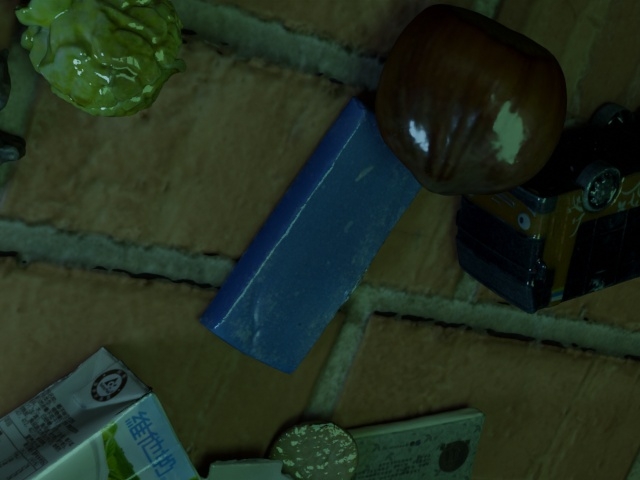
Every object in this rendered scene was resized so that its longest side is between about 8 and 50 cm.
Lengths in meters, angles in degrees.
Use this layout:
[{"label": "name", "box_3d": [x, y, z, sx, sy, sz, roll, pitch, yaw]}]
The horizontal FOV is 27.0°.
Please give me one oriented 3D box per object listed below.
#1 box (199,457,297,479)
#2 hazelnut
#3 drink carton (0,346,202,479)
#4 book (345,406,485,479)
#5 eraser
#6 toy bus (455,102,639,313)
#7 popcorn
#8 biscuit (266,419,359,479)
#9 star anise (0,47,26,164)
[{"label": "box", "box_3d": [-0.077, 0.407, 1.558, 0.262, 0.206, 0.291, -35, 129, -7]}, {"label": "hazelnut", "box_3d": [0.163, -0.151, 1.480, 0.210, 0.186, 0.210, 2, 113, 4]}, {"label": "drink carton", "box_3d": [-0.298, 0.290, 1.405, 0.324, 0.132, 0.194, -35, 128, -18]}, {"label": "book", "box_3d": [0.079, 0.409, 1.803, 0.264, 0.031, 0.379, -5, 116, -30]}, {"label": "eraser", "box_3d": [0.000, 0.000, 1.528, 0.144, 0.042, 0.312, 34, 91, -42]}, {"label": "toy bus", "box_3d": [0.334, -0.044, 1.671, 0.323, 0.162, 0.194, -15, 124, -31]}, {"label": "popcorn", "box_3d": [-0.195, -0.182, 1.235, 0.141, 0.135, 0.162, -31, 130, -10]}, {"label": "biscuit", "box_3d": [-0.009, 0.274, 1.657, 0.120, 0.015, 0.120, -5, 115, -11]}, {"label": "star anise", "box_3d": [-0.374, -0.085, 1.193, 0.262, 0.081, 0.230, -5, 126, -36]}]
